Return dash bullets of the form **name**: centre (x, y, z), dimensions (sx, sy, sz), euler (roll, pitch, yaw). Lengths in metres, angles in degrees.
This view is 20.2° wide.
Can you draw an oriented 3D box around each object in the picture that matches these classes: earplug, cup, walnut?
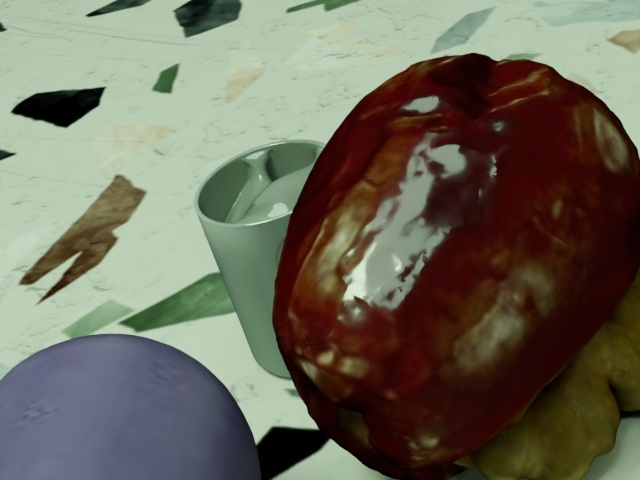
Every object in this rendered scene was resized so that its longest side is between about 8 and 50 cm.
- **earplug**: centre (-0.130, 0.211, 0.883), dimensions (0.215, 0.215, 0.456), euler (-11, 29, 13)
- **cup**: centre (0.000, 0.006, 1.182), dimensions (0.136, 0.133, 0.099), euler (-19, 31, -1)
- **walnut**: centre (0.095, 0.029, 1.053), dimensions (0.269, 0.244, 0.222), euler (-60, 12, -26)
